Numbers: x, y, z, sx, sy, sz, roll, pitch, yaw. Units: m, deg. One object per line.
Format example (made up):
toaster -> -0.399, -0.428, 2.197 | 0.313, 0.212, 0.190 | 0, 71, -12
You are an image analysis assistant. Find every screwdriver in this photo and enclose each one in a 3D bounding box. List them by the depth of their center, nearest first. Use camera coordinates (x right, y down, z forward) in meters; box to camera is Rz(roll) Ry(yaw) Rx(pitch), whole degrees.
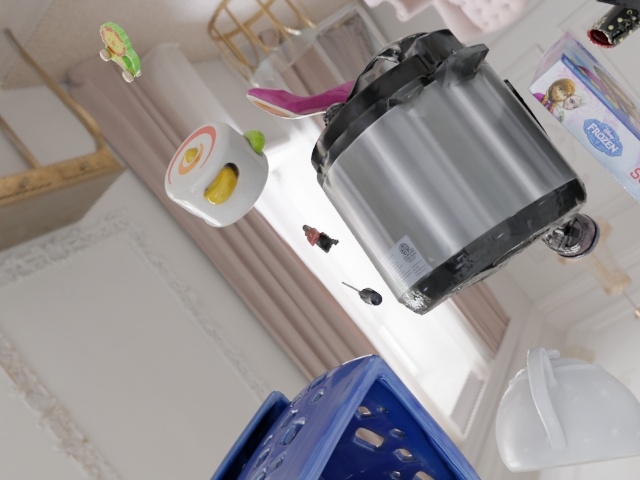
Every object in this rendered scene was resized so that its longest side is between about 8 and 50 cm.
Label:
screwdriver -> 0.058, 0.079, 0.965 | 0.024, 0.025, 0.170 | -19, -175, -13

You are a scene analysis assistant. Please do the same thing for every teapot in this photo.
teapot -> 0.396, 0.270, 1.050 | 0.252, 0.187, 0.256 | -1, 157, -17

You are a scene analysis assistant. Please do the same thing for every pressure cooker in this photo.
pressure cooker -> 0.191, -0.130, 1.100 | 0.370, 0.420, 0.375 | -38, 166, 16

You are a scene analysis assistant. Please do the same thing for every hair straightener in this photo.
hair straightener -> 0.000, 0.000, 1.645 | 0.047, 0.089, 0.230 | -64, -166, -1

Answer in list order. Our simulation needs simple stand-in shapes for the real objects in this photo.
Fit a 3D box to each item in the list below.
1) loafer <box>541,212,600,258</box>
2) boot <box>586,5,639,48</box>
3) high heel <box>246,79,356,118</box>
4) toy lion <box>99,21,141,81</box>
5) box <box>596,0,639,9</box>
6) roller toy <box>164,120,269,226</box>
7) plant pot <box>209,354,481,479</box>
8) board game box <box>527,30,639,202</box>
loafer -> 0.536, -0.032, 1.497 | 0.302, 0.095, 0.109 | -111, -140, -77
boot -> 0.694, -0.488, 1.359 | 0.178, 0.085, 0.236 | -44, -162, 4
high heel -> -0.024, -0.292, 1.258 | 0.082, 0.244, 0.117 | -163, -95, -68
toy lion -> -0.394, -0.377, 1.264 | 0.034, 0.100, 0.096 | -48, -178, -33
box -> 0.632, -0.591, 1.259 | 0.153, 0.108, 0.207 | 77, 29, -71
roller toy -> -0.214, -0.135, 1.291 | 0.191, 0.146, 0.209 | -20, -132, 38
plant pot -> 0.008, 0.295, 0.697 | 0.212, 0.236, 0.236 | -23, -158, 43
board game box -> 0.480, -0.186, 1.036 | 0.066, 0.319, 0.318 | -44, -177, 32
